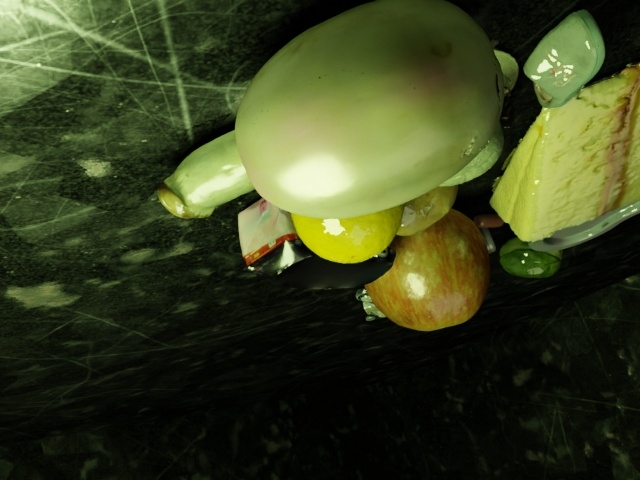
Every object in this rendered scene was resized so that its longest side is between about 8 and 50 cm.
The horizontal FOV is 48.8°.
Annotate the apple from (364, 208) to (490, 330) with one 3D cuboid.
[{"bbox_3d":[0.227,0.072,1.504,0.278,0.249,0.309,-23,162,14],"label":"apple"}]

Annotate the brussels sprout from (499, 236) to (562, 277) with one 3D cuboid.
[{"bbox_3d":[0.575,0.040,1.887,0.183,0.131,0.145,-4,162,-22],"label":"brussels sprout"}]

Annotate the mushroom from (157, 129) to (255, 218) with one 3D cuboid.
[{"bbox_3d":[-0.072,-0.123,0.959,0.333,0.087,0.107,-25,179,15],"label":"mushroom"}]

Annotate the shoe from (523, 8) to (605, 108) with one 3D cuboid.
[{"bbox_3d":[0.328,-0.239,0.992,0.078,0.079,0.195,-24,165,-5],"label":"shoe"}]

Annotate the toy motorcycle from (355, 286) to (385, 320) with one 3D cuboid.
[{"bbox_3d":[0.187,0.167,1.993,0.151,0.074,0.228,-16,152,13],"label":"toy motorcycle"}]

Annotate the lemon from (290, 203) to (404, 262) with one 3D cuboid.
[{"bbox_3d":[0.040,-0.059,1.086,0.179,0.178,0.203,-15,141,-6],"label":"lemon"}]

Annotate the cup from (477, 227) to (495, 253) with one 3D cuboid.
[{"bbox_3d":[0.374,0.015,1.732,0.099,0.074,0.102,-22,160,12],"label":"cup"}]

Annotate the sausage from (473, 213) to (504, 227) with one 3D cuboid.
[{"bbox_3d":[0.392,-0.046,1.642,0.083,0.034,0.034,-2,155,-34],"label":"sausage"}]

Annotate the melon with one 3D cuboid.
[{"bbox_3d":[0.055,-0.146,0.801,0.317,0.223,0.223,-22,160,16],"label":"melon"}]

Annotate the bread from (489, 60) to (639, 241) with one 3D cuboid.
[{"bbox_3d":[0.501,-0.212,1.301,0.346,0.242,0.404,-14,128,1],"label":"bread"}]

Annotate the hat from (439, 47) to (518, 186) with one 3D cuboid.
[{"bbox_3d":[0.190,-0.152,1.040,0.257,0.130,0.257,-16,161,-5],"label":"hat"}]

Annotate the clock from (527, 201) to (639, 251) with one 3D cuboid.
[{"bbox_3d":[0.621,-0.083,1.638,0.339,0.102,0.338,-16,161,-6],"label":"clock"}]

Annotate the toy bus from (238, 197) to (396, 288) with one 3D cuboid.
[{"bbox_3d":[0.000,0.000,1.262,0.303,0.147,0.128,2,151,-47],"label":"toy bus"}]

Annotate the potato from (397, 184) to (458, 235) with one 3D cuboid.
[{"bbox_3d":[0.152,-0.079,1.216,0.176,0.137,0.137,-24,160,14],"label":"potato"}]
